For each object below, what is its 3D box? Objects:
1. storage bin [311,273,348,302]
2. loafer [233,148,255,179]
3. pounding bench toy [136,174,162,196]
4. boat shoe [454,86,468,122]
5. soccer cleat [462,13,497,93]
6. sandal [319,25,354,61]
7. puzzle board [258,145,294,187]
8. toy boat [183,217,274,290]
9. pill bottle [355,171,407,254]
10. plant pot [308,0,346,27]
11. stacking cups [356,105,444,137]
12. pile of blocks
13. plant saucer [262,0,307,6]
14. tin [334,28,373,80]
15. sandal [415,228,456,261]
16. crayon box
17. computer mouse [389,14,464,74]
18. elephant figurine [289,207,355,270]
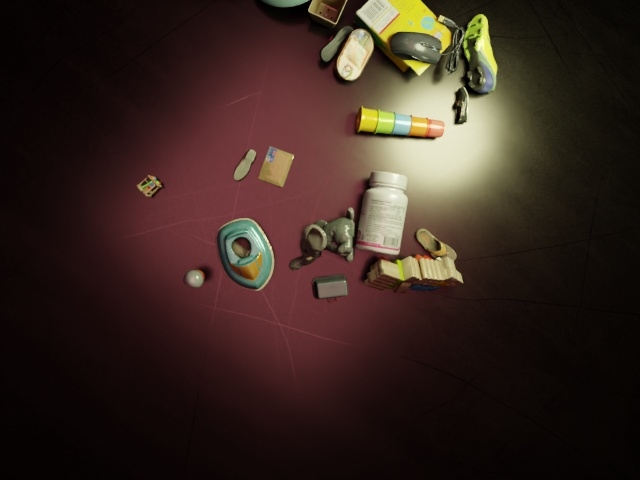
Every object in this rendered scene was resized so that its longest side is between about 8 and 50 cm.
[{"bbox_3d":[0.039,0.181,1.737,0.135,0.091,0.098,-7,92,-3],"label":"storage bin"},{"bbox_3d":[-0.280,-0.277,1.732,0.045,0.039,0.125,32,93,-37],"label":"loafer"},{"bbox_3d":[-0.607,-0.196,1.683,0.065,0.083,0.052,-42,94,-1],"label":"pounding bench toy"},{"bbox_3d":[0.524,-0.504,1.772,0.042,0.049,0.132,-5,97,-12],"label":"boat shoe"},{"bbox_3d":[0.601,-0.687,1.768,0.121,0.094,0.288,-1,87,-34],"label":"soccer cleat"},{"bbox_3d":[0.055,-0.717,1.729,0.179,0.040,0.067,-44,126,-14],"label":"sandal"},{"bbox_3d":[-0.163,-0.270,1.750,0.097,0.011,0.128,20,90,-3],"label":"puzzle board"},{"bbox_3d":[-0.324,0.082,1.680,0.319,0.148,0.267,-25,93,-3],"label":"toy boat"},{"bbox_3d":[0.224,-0.096,1.708,0.161,0.160,0.282,10,91,-4],"label":"pill bottle"},{"bbox_3d":[0.024,-0.827,1.704,0.109,0.096,0.108,24,90,-4],"label":"plant pot"},{"bbox_3d":[0.293,-0.422,1.748,0.317,0.096,0.095,7,91,-9],"label":"stacking cups"},{"bbox_3d":[0.340,0.115,1.760,0.363,0.148,0.112,4,57,-11],"label":"pile of blocks"},{"bbox_3d":[-0.111,-0.972,1.667,0.318,0.043,0.317,-2,78,10],"label":"plant saucer"},{"bbox_3d":[0.121,-0.673,1.730,0.106,0.040,0.189,29,89,-22],"label":"tin"},{"bbox_3d":[0.432,0.024,1.781,0.180,0.049,0.072,41,89,-4],"label":"sandal"},{"bbox_3d":[0.304,-0.769,1.733,0.318,0.081,0.202,45,89,-4],"label":"crayon box"},{"bbox_3d":[0.386,-0.711,1.669,0.262,0.060,0.183,16,94,-8],"label":"computer mouse"},{"bbox_3d":[0.000,0.000,1.708,0.240,0.169,0.185,2,62,11],"label":"elephant figurine"}]
